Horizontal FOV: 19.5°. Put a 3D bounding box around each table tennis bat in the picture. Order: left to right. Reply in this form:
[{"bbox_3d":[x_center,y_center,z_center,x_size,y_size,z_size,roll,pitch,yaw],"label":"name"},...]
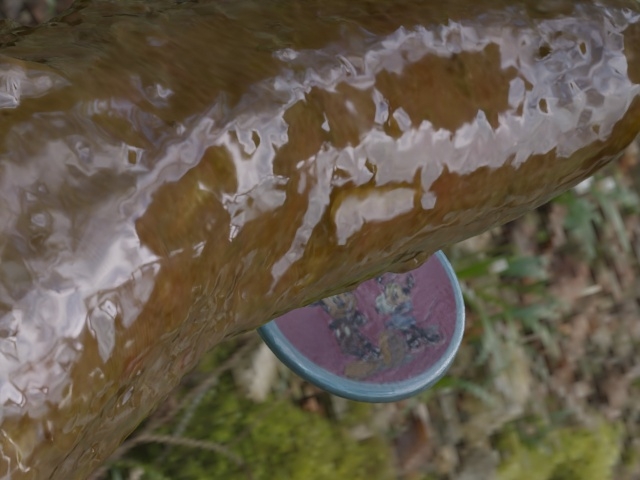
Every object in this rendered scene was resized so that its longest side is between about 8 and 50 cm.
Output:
[{"bbox_3d":[0.000,0.000,1.224,0.153,0.040,0.244,-18,67,-33],"label":"table tennis bat"}]

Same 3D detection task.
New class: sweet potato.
[{"bbox_3d":[-0.061,0.007,0.369,0.114,0.092,0.341,37,47,21],"label":"sweet potato"}]
